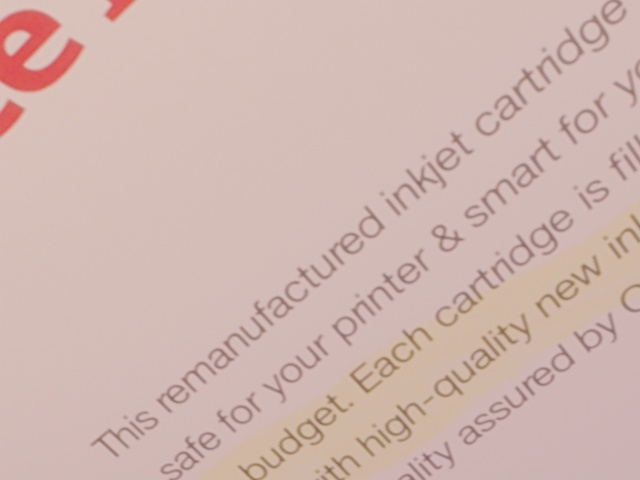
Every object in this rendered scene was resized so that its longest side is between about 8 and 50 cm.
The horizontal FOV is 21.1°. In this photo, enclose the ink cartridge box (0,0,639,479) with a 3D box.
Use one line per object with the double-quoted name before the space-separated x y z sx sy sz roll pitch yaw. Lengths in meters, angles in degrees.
"ink cartridge box" 0.047 -0.017 0.449 0.384 0.160 0.279 36 116 -29
